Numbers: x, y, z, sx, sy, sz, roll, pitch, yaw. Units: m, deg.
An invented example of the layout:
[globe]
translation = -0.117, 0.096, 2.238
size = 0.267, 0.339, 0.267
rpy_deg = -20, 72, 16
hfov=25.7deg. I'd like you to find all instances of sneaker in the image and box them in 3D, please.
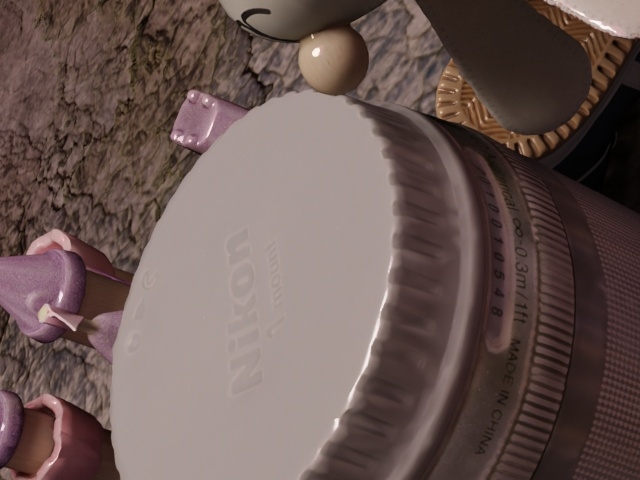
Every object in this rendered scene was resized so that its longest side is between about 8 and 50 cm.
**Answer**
[sneaker]
translation = 0.166, -0.112, 0.786
size = 0.099, 0.153, 0.282
rpy_deg = 40, 73, 20

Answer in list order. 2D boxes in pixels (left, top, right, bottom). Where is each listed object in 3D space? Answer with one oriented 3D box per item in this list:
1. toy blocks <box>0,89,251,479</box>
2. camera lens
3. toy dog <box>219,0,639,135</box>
[toy blocks]
translation = -0.096, 0.037, 0.847
size = 0.289, 0.260, 0.309
rpy_deg = 18, 86, 53
[camera lens]
translation = 0.070, 0.071, 0.652
size = 0.219, 0.274, 0.219
rpy_deg = -31, 48, 41
[toy dog]
translation = 0.136, -0.100, 0.556
size = 0.334, 0.220, 0.161
rpy_deg = -15, 86, 10
